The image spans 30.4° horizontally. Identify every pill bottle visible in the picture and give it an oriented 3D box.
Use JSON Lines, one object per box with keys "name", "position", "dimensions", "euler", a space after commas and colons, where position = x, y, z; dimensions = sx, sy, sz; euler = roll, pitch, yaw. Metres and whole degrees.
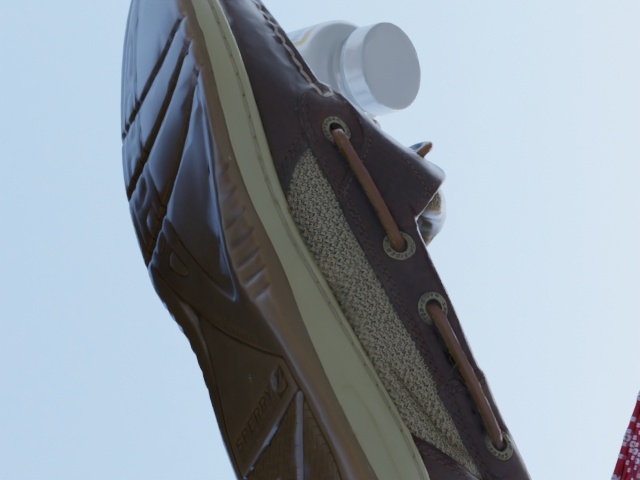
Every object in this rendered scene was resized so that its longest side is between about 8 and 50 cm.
{"name": "pill bottle", "position": [-0.005, -0.157, 1.195], "dimensions": [0.117, 0.208, 0.118], "euler": [8, -102, -46]}

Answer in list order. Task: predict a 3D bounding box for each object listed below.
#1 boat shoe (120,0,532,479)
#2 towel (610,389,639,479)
{"name": "boat shoe", "position": [0.000, 0.000, 0.546], "dimensions": [0.123, 0.123, 0.342], "euler": [-6, -125, -30]}
{"name": "towel", "position": [0.287, 0.215, 0.819], "dimensions": [0.198, 0.031, 0.275], "euler": [18, -94, -9]}
